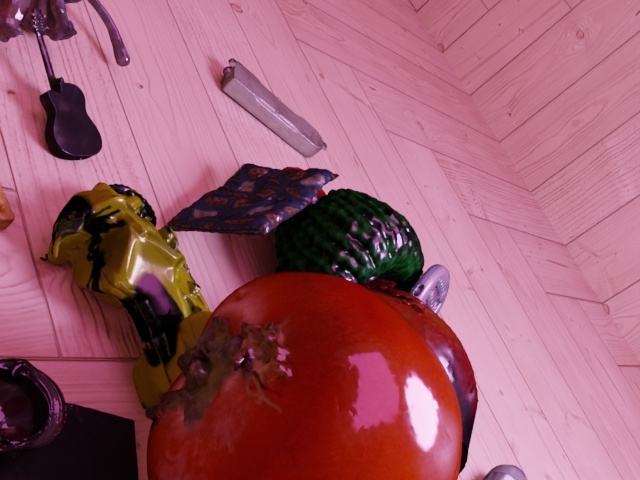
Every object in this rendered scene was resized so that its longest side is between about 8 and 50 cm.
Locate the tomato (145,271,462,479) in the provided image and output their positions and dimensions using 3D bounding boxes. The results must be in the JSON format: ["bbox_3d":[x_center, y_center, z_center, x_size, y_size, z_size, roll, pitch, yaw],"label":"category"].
[{"bbox_3d":[-0.007,0.196,0.814,0.321,0.321,0.321,36,30,-25],"label":"tomato"}]

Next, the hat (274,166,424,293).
[{"bbox_3d":[0.000,0.000,1.363,0.332,0.242,0.274,40,-6,32],"label":"hat"}]

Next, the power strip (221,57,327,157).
[{"bbox_3d":[-0.099,-0.275,1.691,0.286,0.048,0.080,37,32,-26],"label":"power strip"}]

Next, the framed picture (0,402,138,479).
[{"bbox_3d":[-0.272,0.293,0.759,0.244,0.013,0.324,26,36,-39],"label":"framed picture"}]

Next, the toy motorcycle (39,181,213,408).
[{"bbox_3d":[-0.224,0.055,0.989,0.206,0.142,0.342,-3,56,-56],"label":"toy motorcycle"}]

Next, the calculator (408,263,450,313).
[{"bbox_3d":[0.171,0.139,1.412,0.041,0.185,0.299,32,-15,16],"label":"calculator"}]

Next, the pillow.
[{"bbox_3d":[-0.104,-0.067,1.257,0.255,0.189,0.034,-43,132,-52],"label":"pillow"}]

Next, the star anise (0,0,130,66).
[{"bbox_3d":[-0.476,-0.403,1.220,0.359,0.139,0.316,62,33,-11],"label":"star anise"}]

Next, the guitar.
[{"bbox_3d":[-0.383,-0.229,1.151,0.088,0.025,0.233,-12,85,-59],"label":"guitar"}]

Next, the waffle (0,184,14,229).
[{"bbox_3d":[-0.455,-0.066,0.905,0.191,0.032,0.125,5,53,-56],"label":"waffle"}]

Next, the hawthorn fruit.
[{"bbox_3d":[0.079,0.212,1.098,0.316,0.316,0.316,36,30,-25],"label":"hawthorn fruit"}]

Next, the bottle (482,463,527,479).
[{"bbox_3d":[0.291,0.460,1.335,0.253,0.079,0.096,-18,109,-61],"label":"bottle"}]

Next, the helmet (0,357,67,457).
[{"bbox_3d":[-0.317,0.166,0.759,0.123,0.070,0.098,29,39,-49],"label":"helmet"}]
